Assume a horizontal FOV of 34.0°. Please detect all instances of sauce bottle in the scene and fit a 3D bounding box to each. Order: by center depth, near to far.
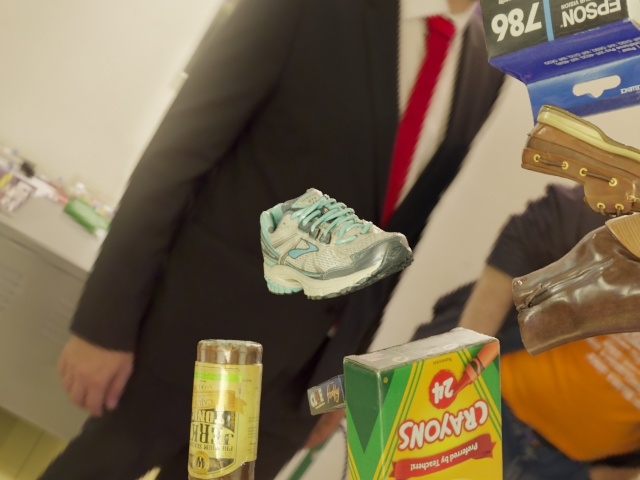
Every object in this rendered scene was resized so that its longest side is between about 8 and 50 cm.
[{"bbox_3d":[-0.153,0.331,1.662,0.111,0.344,0.111,2,-5,0],"label":"sauce bottle"}]

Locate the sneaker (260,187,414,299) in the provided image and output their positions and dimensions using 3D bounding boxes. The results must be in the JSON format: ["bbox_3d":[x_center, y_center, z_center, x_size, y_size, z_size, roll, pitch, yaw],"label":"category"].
[{"bbox_3d":[0.000,0.000,1.262,0.110,0.122,0.283,-21,8,-31],"label":"sneaker"}]

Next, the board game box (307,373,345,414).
[{"bbox_3d":[0.118,0.217,1.609,0.243,0.165,0.042,-8,77,-20],"label":"board game box"}]

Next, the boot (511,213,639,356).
[{"bbox_3d":[0.322,0.085,1.140,0.090,0.207,0.248,44,26,-32],"label":"boot"}]

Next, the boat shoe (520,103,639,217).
[{"bbox_3d":[0.237,-0.044,0.822,0.178,0.060,0.064,34,10,31],"label":"boat shoe"}]

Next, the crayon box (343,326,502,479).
[{"bbox_3d":[0.139,0.291,1.357,0.202,0.318,0.081,-11,13,-33],"label":"crayon box"}]

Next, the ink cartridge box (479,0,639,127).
[{"bbox_3d":[0.222,-0.279,0.974,0.065,0.332,0.165,-10,0,-41],"label":"ink cartridge box"}]
